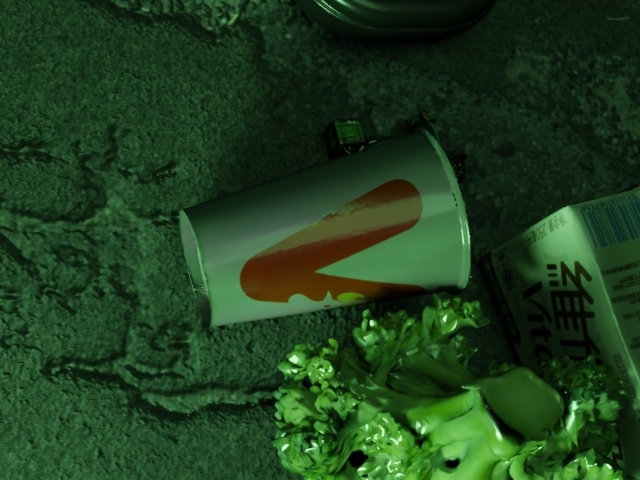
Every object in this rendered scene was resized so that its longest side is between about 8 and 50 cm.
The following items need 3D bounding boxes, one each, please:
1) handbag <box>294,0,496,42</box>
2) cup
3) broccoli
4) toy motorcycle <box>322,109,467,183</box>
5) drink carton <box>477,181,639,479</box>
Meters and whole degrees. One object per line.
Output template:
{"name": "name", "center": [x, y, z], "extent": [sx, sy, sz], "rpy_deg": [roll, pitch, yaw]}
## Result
{"name": "handbag", "center": [0.088, -0.369, 1.785], "extent": [0.308, 0.093, 0.254], "rpy_deg": [-4, 72, -23]}
{"name": "cup", "center": [0.000, 0.000, 1.560], "extent": [0.288, 0.203, 0.203], "rpy_deg": [-13, 77, -13]}
{"name": "broccoli", "center": [0.153, 0.211, 1.512], "extent": [0.338, 0.317, 0.277], "rpy_deg": [55, 53, -27]}
{"name": "toy motorcycle", "center": [0.097, -0.108, 1.716], "extent": [0.173, 0.058, 0.100], "rpy_deg": [-7, 69, -22]}
{"name": "drink carton", "center": [0.332, 0.119, 1.649], "extent": [0.132, 0.194, 0.325], "rpy_deg": [-14, 77, -30]}
